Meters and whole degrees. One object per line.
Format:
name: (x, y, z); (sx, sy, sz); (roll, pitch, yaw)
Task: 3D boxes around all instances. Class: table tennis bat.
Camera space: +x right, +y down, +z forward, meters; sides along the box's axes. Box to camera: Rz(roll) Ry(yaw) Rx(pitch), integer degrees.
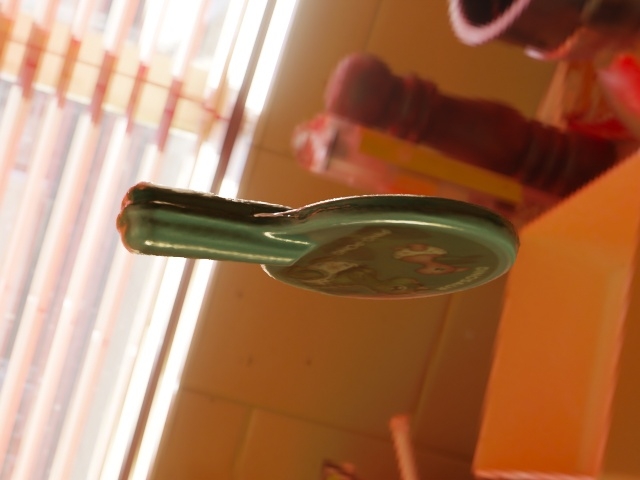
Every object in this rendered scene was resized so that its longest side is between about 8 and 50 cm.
table tennis bat: (0.000, 0.000, 0.682); (0.124, 0.201, 0.033); (-35, 53, 57)
